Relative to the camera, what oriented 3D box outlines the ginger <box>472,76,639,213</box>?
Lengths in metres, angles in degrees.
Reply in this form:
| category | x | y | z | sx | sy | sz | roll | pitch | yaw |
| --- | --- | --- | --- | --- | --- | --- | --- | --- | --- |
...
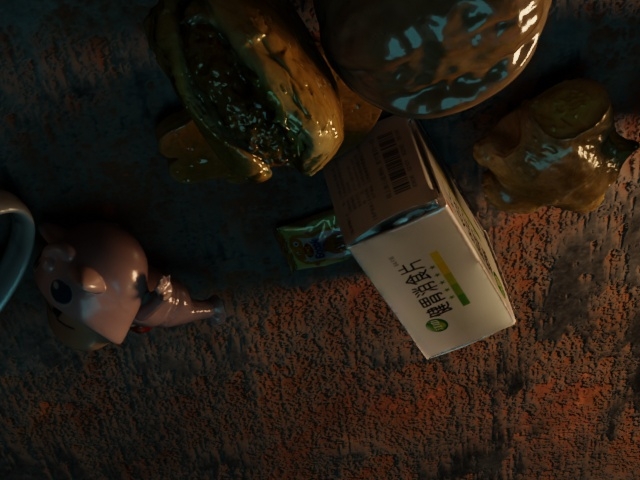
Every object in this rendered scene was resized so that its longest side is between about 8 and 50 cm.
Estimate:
| category | x | y | z | sx | sy | sz | roll | pitch | yaw |
| --- | --- | --- | --- | --- | --- | --- | --- | --- | --- |
| ginger | 0.321 | -0.096 | 2.063 | 0.219 | 0.123 | 0.270 | -25 | 141 | 6 |

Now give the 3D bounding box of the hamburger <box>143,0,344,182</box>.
| category | x | y | z | sx | sy | sz | roll | pitch | yaw |
| --- | --- | --- | --- | --- | --- | --- | --- | --- | --- |
| hamburger | -0.073 | -0.184 | 1.679 | 0.145 | 0.283 | 0.259 | -26 | 110 | 14 |

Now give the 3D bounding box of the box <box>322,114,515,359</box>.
| category | x | y | z | sx | sy | sz | roll | pitch | yaw |
| --- | --- | --- | --- | --- | --- | --- | --- | --- | --- |
| box | 0.133 | -0.004 | 2.068 | 0.145 | 0.173 | 0.333 | -25 | 141 | 10 |

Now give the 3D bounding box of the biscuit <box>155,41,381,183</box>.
| category | x | y | z | sx | sy | sz | roll | pitch | yaw |
| --- | --- | --- | --- | --- | --- | --- | --- | --- | --- |
| biscuit | -0.062 | -0.153 | 1.923 | 0.289 | 0.044 | 0.202 | -20 | 141 | 7 |

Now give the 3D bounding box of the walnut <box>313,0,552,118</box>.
| category | x | y | z | sx | sy | sz | roll | pitch | yaw |
| --- | --- | --- | --- | --- | --- | --- | --- | --- | --- |
| walnut | 0.126 | -0.259 | 1.713 | 0.273 | 0.227 | 0.273 | -8 | 144 | -6 |

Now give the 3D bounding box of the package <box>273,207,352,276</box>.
| category | x | y | z | sx | sy | sz | roll | pitch | yaw |
| --- | --- | --- | --- | --- | --- | --- | --- | --- | --- |
| package | 0.002 | -0.001 | 2.141 | 0.121 | 0.031 | 0.108 | -18 | 141 | 3 |

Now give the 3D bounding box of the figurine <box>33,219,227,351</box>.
| category | x | y | z | sx | sy | sz | roll | pitch | yaw |
| --- | --- | --- | --- | --- | --- | --- | --- | --- | --- |
| figurine | -0.267 | 0.083 | 2.046 | 0.186 | 0.176 | 0.287 | -55 | 148 | 6 |

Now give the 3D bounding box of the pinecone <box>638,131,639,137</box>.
| category | x | y | z | sx | sy | sz | roll | pitch | yaw |
| --- | --- | --- | --- | --- | --- | --- | --- | --- | --- |
| pinecone | 0.563 | -0.139 | 2.025 | 0.273 | 0.224 | 0.224 | -17 | 142 | 7 |

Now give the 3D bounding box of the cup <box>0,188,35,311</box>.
| category | x | y | z | sx | sy | sz | roll | pitch | yaw |
| --- | --- | --- | --- | --- | --- | --- | --- | --- | --- |
| cup | -0.499 | 0.082 | 1.934 | 0.323 | 0.237 | 0.326 | -32 | 150 | -32 |
